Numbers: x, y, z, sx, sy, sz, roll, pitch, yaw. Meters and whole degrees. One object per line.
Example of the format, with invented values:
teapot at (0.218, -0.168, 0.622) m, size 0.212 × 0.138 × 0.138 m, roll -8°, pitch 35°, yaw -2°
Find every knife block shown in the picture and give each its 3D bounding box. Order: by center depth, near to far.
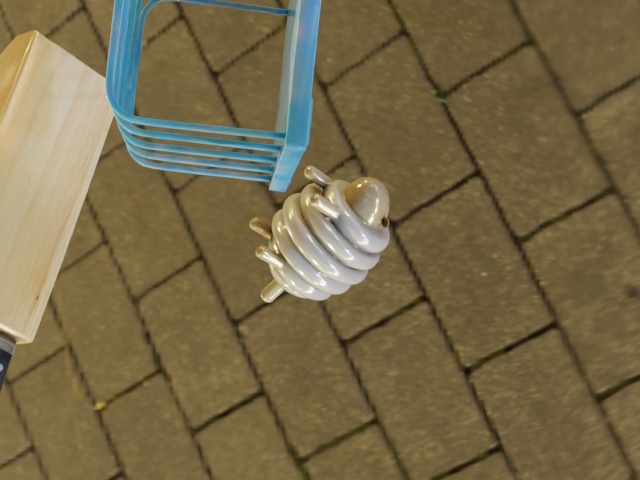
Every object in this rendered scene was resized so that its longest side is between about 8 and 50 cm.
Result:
knife block at (-0.238, 0.019, 0.923) m, size 0.276 × 0.088 × 0.242 m, roll -45°, pitch 40°, yaw 13°

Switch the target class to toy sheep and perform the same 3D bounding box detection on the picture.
toy sheep at (0.000, 0.000, 0.966) m, size 0.132 × 0.091 × 0.091 m, roll -40°, pitch 72°, yaw 25°

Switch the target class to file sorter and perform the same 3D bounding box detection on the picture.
file sorter at (-0.058, -0.101, 0.728) m, size 0.104 × 0.170 × 0.118 m, roll 7°, pitch 84°, yaw -4°
